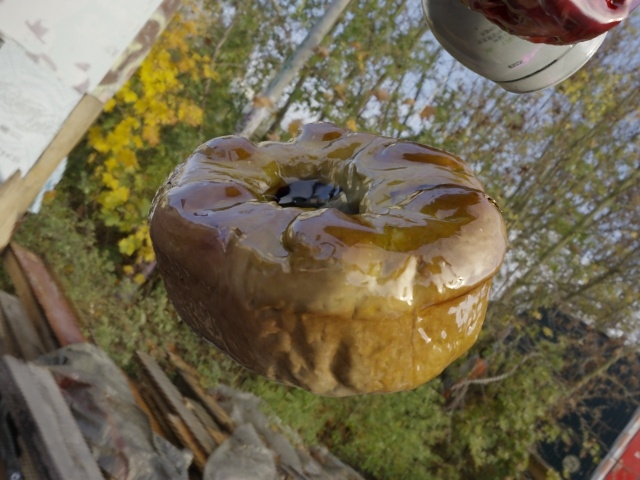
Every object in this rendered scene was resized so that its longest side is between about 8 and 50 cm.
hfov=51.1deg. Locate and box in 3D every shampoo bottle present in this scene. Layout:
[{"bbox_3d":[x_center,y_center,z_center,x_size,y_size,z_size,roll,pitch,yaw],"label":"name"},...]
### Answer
[{"bbox_3d":[0.328,-0.408,1.129,0.266,0.273,0.273,33,3,-30],"label":"shampoo bottle"}]

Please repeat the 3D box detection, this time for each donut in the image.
[{"bbox_3d":[0.000,0.000,0.598,0.300,0.150,0.317,-3,28,-9],"label":"donut"}]

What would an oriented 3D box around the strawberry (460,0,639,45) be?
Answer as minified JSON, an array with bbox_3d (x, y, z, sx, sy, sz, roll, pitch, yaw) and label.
[{"bbox_3d":[0.174,-0.338,0.581,0.295,0.317,0.345,10,-33,47],"label":"strawberry"}]
